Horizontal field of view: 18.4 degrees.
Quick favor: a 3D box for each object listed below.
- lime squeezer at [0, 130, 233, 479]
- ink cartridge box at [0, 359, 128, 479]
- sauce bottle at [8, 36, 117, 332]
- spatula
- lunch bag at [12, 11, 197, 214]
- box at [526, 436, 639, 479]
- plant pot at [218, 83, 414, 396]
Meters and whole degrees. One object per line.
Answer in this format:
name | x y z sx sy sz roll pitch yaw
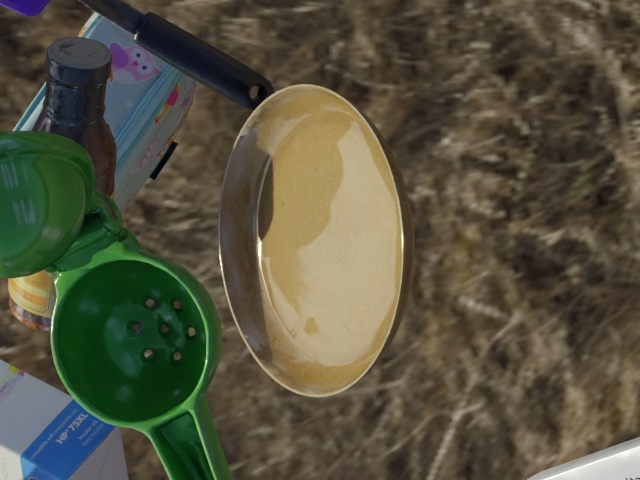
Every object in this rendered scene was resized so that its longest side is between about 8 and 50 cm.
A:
lime squeezer | -0.086 0.022 0.599 0.059 0.110 0.310 -19 120 32
ink cartridge box | -0.276 0.169 1.669 0.231 0.078 0.134 25 142 23
sauce bottle | -0.105 -0.023 0.810 0.042 0.042 0.128 21 124 18
spatula | -0.151 -0.172 1.479 0.030 0.296 0.084 22 84 58
lunch bag | -0.203 -0.071 1.700 0.108 0.279 0.224 32 82 0
box | 0.213 0.207 1.164 0.145 0.038 0.186 -27 85 43
plant pot | 0.000 0.000 1.495 0.236 0.032 0.236 5 96 53
